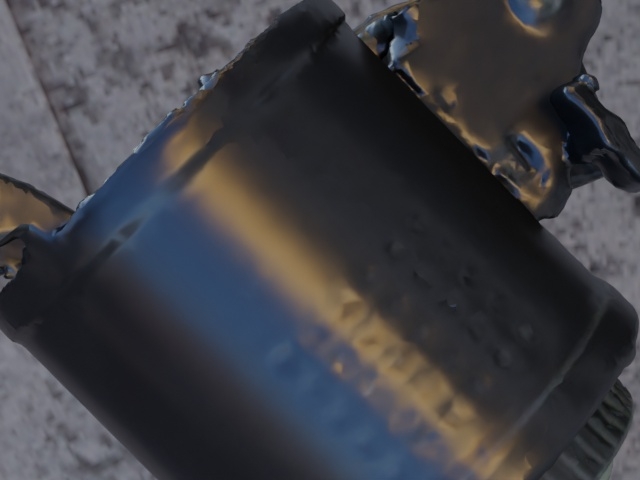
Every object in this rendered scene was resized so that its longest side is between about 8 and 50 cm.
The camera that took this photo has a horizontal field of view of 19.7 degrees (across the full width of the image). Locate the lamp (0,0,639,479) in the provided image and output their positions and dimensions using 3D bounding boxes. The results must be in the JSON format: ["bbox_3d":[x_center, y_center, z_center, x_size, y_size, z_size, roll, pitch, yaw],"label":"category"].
[{"bbox_3d":[-0.005,0.044,0.804,0.374,0.205,0.272,-26,89,-12],"label":"lamp"}]
